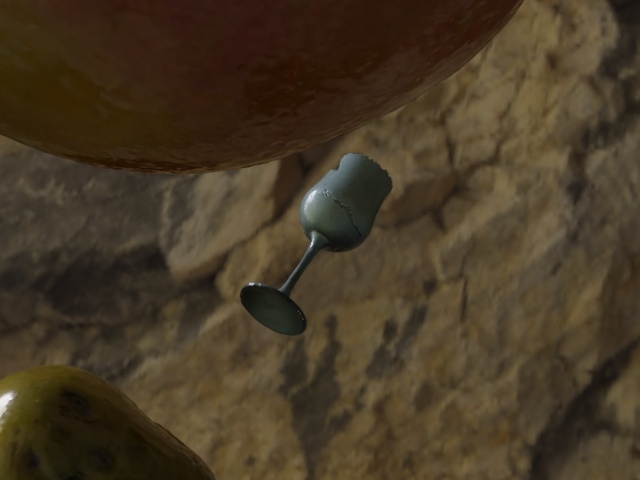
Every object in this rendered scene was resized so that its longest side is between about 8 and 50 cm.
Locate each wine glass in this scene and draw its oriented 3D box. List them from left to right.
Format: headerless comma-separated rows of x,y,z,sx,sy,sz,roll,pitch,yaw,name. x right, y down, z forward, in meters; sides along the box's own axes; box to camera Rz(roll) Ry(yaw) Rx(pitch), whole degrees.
0.000,0.000,1.574,0.079,0.195,0.079,24,-33,16,wine glass

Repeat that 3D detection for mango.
-0.217,0.260,1.577,0.253,0.182,0.365,33,-11,37,mango

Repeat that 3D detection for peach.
-0.053,-0.177,0.702,0.306,0.242,0.380,45,-56,-1,peach
